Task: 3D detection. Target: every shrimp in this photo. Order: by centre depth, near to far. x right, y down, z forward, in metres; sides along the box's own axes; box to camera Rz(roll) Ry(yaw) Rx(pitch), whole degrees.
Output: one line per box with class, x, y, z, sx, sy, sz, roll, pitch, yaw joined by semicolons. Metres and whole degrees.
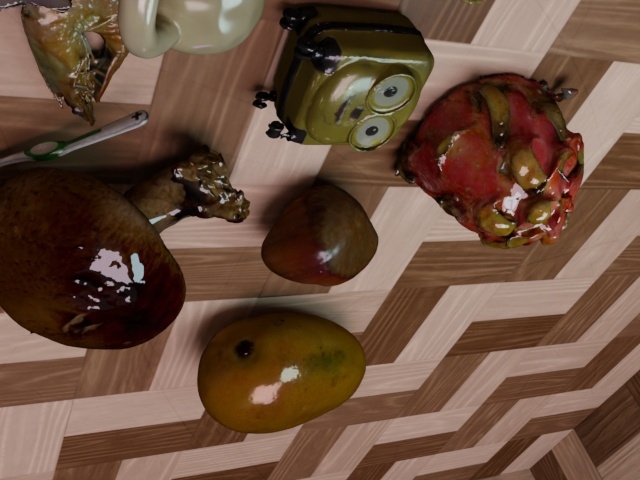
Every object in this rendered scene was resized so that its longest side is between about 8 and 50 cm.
shrimp;-0.307;-0.250;1.044;0.145;0.061;0.267;-17;144;-23

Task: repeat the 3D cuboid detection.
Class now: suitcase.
suitcase;0.041;-0.233;1.187;0.235;0.143;0.194;-4;140;-27

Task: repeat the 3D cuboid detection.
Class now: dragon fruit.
dragon fruit;0.331;-0.118;1.401;0.296;0.262;0.314;14;131;-40

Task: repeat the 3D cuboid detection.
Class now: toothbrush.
toothbrush;-0.383;-0.131;1.140;0.304;0.030;0.030;-17;146;11

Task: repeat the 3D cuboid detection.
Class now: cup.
cup;-0.134;-0.305;0.896;0.173;0.255;0.202;6;136;-17

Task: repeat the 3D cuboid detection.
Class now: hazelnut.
hazelnut;-0.004;-0.010;1.444;0.210;0.210;0.186;0;115;-30

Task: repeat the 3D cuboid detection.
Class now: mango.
mango;-0.070;0.291;1.749;0.300;0.232;0.446;-45;146;22

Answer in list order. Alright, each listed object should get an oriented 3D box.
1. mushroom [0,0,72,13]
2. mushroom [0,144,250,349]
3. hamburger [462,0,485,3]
mushroom;-0.317;-0.338;0.868;0.188;0.117;0.141;-2;152;-25
mushroom;-0.337;-0.013;1.225;0.334;0.356;0.331;9;166;26
hamburger;0.259;-0.425;1.028;0.285;0.134;0.265;-22;166;-12
